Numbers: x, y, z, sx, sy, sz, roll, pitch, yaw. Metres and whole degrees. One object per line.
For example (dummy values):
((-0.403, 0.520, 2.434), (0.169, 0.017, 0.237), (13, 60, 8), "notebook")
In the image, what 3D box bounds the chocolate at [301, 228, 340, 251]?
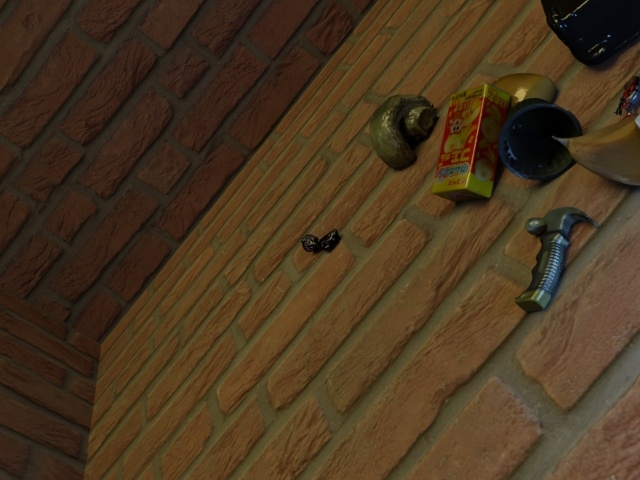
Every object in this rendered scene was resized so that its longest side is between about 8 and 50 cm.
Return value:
((0.000, 0.004, 2.171), (0.147, 0.070, 0.072), (-16, 70, 56), "chocolate")

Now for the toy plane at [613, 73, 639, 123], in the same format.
((0.649, -0.296, 1.388), (0.060, 0.037, 0.145), (-27, 32, 54), "toy plane")

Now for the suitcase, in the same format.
((0.701, -0.617, 1.571), (0.345, 0.188, 0.339), (-39, 27, 34), "suitcase")

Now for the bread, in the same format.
((0.498, -0.370, 1.717), (0.147, 0.098, 0.217), (-58, 21, -4), "bread")

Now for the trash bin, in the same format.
((0.484, -0.243, 1.489), (0.175, 0.175, 0.161), (-41, 13, 26), "trash bin")

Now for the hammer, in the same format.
((0.444, 0.032, 1.288), (0.159, 0.041, 0.226), (-18, 39, 57), "hammer")

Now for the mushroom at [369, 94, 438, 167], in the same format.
((0.242, -0.370, 2.123), (0.190, 0.164, 0.267), (-5, 51, 60), "mushroom")

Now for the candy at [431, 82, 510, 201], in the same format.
((0.376, -0.241, 1.666), (0.146, 0.088, 0.275), (1, 76, 61), "candy")

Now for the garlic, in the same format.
((0.564, -0.180, 1.216), (0.245, 0.164, 0.145), (-7, 66, 67), "garlic")
